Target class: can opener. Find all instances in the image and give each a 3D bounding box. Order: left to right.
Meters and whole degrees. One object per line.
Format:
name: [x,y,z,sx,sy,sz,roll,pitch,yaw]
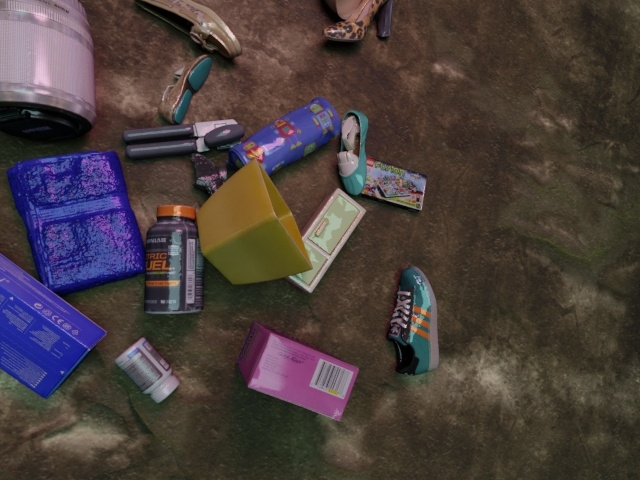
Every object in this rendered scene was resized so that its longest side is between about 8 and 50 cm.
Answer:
can opener: [-0.329,-0.256,0.989,0.284,0.095,0.075,-11,87,-19]

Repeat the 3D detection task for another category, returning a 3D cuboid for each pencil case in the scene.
pencil case: [-0.092,-0.250,1.054,0.306,0.133,0.119,-36,72,-19]

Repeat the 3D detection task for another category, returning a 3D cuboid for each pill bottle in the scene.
pill bottle: [-0.391,0.296,0.922,0.078,0.078,0.137,-40,97,-17]
pill bottle: [-0.336,0.043,0.939,0.131,0.130,0.245,1,84,-18]

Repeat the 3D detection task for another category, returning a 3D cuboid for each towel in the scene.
towel: [-0.540,-0.044,0.909,0.228,0.076,0.307,-17,90,-18]

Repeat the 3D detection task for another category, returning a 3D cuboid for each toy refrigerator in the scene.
toy refrigerator: [0.000,0.000,1.071,0.102,0.094,0.269,38,75,-11]

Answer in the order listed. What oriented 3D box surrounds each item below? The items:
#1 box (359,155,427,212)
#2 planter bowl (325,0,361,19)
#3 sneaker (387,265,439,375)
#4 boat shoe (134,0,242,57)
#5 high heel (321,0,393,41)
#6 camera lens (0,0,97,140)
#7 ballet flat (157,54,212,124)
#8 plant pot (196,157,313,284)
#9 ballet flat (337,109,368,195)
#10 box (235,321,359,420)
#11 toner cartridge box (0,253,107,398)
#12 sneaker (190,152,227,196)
box: [0.206,-0.163,1.185,0.207,0.036,0.113,13,80,-16]
planter bowl: [0.062,-0.733,1.146,0.109,0.162,0.162,41,72,18]
sneaker: [0.246,0.225,1.121,0.121,0.108,0.301,-7,88,-23]
boat shoe: [-0.328,-0.547,1.023,0.285,0.104,0.089,36,79,-1]
high heel: [0.104,-0.664,1.131,0.261,0.093,0.186,-25,131,-29]
camera lens: [-0.597,-0.363,0.848,0.220,0.219,0.273,-3,85,-18]
ballet flat: [-0.345,-0.389,1.015,0.067,0.073,0.206,21,73,8]
plant pot: [-0.164,-0.020,0.940,0.187,0.212,0.212,-27,138,5]
ballet flat: [0.081,-0.249,1.124,0.087,0.083,0.246,18,72,-48]
box: [-0.065,0.292,0.942,0.214,0.243,0.117,26,77,-13]
toner cartridge box: [-0.640,0.152,0.825,0.348,0.075,0.165,42,103,-10]
sneaker: [-0.280,-0.134,1.019,0.089,0.051,0.170,-1,80,-18]
